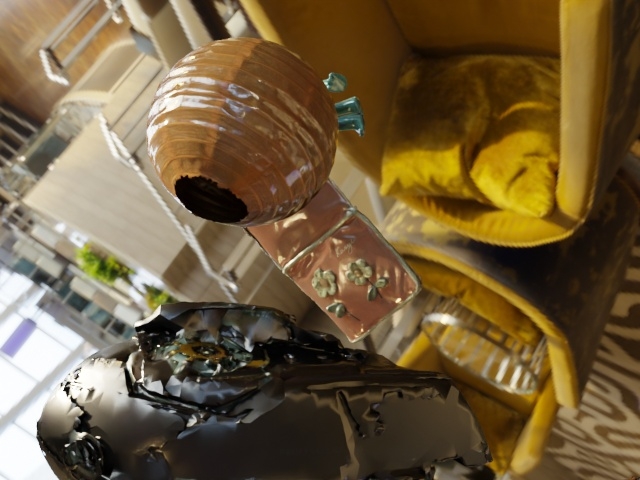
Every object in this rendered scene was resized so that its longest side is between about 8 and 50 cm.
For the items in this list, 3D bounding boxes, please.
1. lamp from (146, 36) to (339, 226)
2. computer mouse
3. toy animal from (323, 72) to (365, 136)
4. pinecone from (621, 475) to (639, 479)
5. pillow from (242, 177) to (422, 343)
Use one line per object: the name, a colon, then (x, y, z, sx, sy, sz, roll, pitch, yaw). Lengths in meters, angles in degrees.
lamp: (-0.054, -0.075, 0.519, 0.136, 0.136, 0.136, 31, 162, 11)
computer mouse: (-0.028, 0.115, 0.377, 0.241, 0.147, 0.077, 6, -160, -5)
toy animal: (-0.057, -0.109, 0.763, 0.208, 0.103, 0.100, -19, 99, 20)
pinecone: (0.340, 0.284, 0.771, 0.077, 0.077, 0.083, 34, 150, 1)
pillow: (0.000, 0.000, 0.823, 0.232, 0.126, 0.043, 47, -155, 1)
